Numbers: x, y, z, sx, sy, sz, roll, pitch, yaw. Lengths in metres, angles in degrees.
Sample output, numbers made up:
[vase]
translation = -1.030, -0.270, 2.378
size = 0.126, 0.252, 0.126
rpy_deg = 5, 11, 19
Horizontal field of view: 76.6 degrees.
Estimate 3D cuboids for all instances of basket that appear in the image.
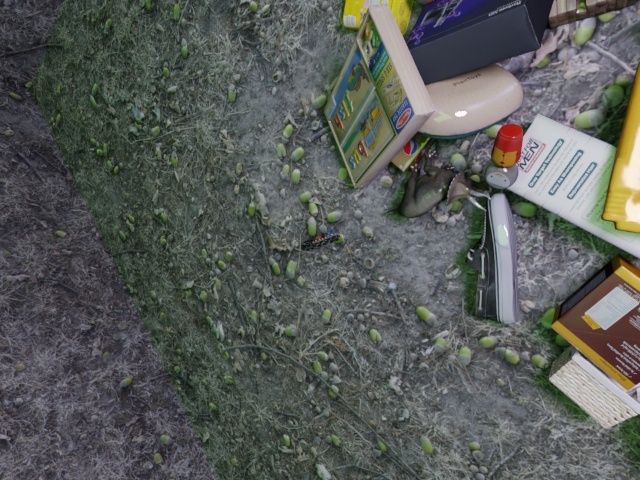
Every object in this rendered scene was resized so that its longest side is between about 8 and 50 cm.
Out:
[basket]
translation = 0.632, 0.325, 0.936
size = 0.167, 0.113, 0.103
rpy_deg = 44, 124, 19

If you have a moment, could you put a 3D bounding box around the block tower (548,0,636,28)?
[block tower]
translation = 0.628, -0.516, 0.777
size = 0.336, 0.097, 0.090
rpy_deg = -2, 99, 33

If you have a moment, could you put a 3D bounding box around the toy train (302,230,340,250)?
[toy train]
translation = 0.000, 0.000, 1.351
size = 0.158, 0.027, 0.036
rpy_deg = -20, 78, 36

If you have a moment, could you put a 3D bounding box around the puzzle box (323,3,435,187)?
[puzzle box]
translation = 0.123, -0.329, 1.031
size = 0.409, 0.052, 0.272
rpy_deg = 131, 119, -70

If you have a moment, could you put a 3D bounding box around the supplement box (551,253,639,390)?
[supplement box]
translation = 0.655, 0.172, 0.877
size = 0.191, 0.129, 0.194
rpy_deg = 44, 120, 19

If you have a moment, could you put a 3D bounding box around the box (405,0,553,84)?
[box]
translation = 0.327, -0.455, 0.853
size = 0.261, 0.103, 0.184
rpy_deg = -1, 59, 46

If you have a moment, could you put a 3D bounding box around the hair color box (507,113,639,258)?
[hair color box]
translation = 0.588, -0.119, 0.876
size = 0.347, 0.105, 0.173
rpy_deg = 36, 115, 23

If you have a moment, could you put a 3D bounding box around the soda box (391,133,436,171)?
[soda box]
translation = 0.269, -0.272, 1.089
size = 0.058, 0.061, 0.181
rpy_deg = 46, 121, 18

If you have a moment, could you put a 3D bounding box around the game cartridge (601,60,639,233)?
[game cartridge]
translation = 0.697, -0.156, 0.716
size = 0.286, 0.053, 0.323
rpy_deg = 12, 95, 28

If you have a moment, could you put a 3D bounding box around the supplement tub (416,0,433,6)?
[supplement tub]
translation = 0.327, -0.602, 0.949
size = 0.190, 0.117, 0.116
rpy_deg = 27, 114, 28

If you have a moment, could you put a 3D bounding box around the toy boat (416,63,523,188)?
[toy boat]
translation = 0.347, -0.260, 0.917
size = 0.268, 0.148, 0.318
rpy_deg = -18, 51, 0

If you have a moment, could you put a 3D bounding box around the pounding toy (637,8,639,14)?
[pounding toy]
translation = 0.679, -0.415, 0.740
size = 0.141, 0.130, 0.100
rpy_deg = -34, 80, 34

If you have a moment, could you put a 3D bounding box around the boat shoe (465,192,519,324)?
[boat shoe]
translation = 0.422, 0.051, 1.015
size = 0.119, 0.121, 0.334
rpy_deg = -1, 100, 33

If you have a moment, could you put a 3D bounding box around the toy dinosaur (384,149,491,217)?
[toy dinosaur]
translation = 0.268, -0.126, 1.054
size = 0.314, 0.160, 0.121
rpy_deg = -21, 132, 37

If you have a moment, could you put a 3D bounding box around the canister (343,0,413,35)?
[canister]
translation = 0.153, -0.626, 1.090
size = 0.170, 0.073, 0.126
rpy_deg = 23, 112, 30
